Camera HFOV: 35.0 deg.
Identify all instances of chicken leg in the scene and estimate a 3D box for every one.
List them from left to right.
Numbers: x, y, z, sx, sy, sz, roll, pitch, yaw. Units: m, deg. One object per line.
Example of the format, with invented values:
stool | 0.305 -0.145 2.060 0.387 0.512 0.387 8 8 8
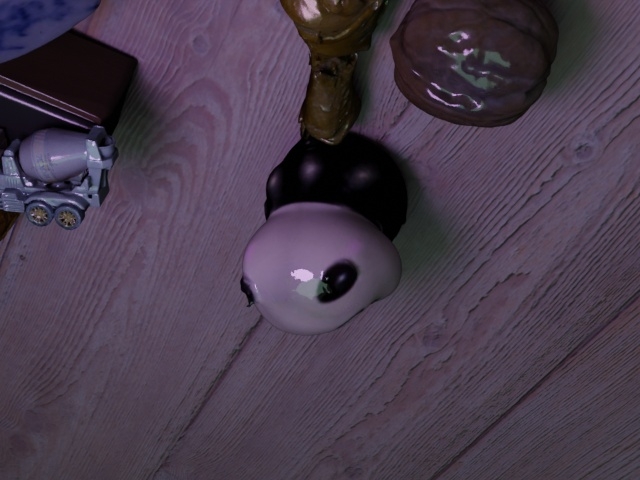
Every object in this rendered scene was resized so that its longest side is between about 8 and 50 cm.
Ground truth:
chicken leg | 0.029 -0.294 1.417 0.153 0.201 0.429 37 145 24

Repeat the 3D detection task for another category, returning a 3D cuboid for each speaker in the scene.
speaker | -0.433 -0.229 1.591 0.231 0.192 0.153 22 134 -8

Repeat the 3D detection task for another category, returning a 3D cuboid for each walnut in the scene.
walnut | 0.202 -0.253 1.359 0.224 0.224 0.224 9 133 10

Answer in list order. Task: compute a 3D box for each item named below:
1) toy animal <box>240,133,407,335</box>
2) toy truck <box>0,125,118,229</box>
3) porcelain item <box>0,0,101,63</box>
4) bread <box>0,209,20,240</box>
toy animal | 0.000 0.000 1.569 0.251 0.310 0.251 8 133 9
toy truck | -0.427 -0.108 1.506 0.257 0.108 0.140 7 123 4
porcelain item | -0.426 -0.371 1.360 0.405 0.178 0.242 -30 163 7
bread | -0.544 -0.116 1.704 0.096 0.222 0.181 14 137 7
